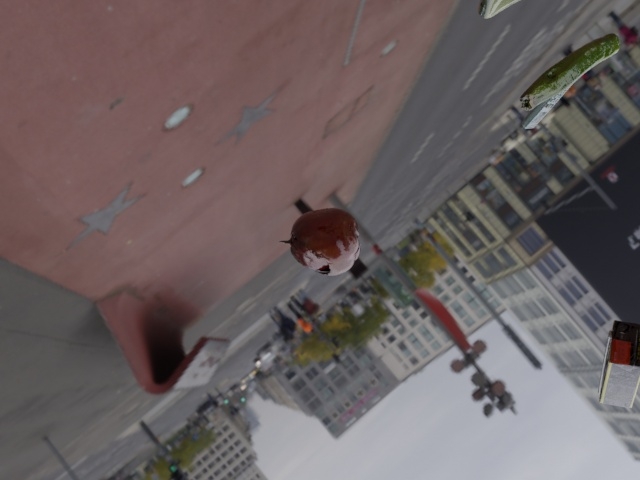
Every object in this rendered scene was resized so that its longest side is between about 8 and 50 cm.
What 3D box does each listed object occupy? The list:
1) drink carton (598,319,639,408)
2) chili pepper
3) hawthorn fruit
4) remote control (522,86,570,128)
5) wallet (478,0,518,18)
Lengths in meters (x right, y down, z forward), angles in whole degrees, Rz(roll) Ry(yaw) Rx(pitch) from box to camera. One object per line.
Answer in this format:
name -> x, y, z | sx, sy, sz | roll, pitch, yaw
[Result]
drink carton -> 0.453, 0.188, 1.105 | 0.165, 0.056, 0.071 | 66, 34, -54
chili pepper -> 0.444, -0.303, 1.309 | 0.202, 0.052, 0.050 | -35, -159, 2
hawthorn fruit -> 0.000, 0.000, 1.539 | 0.172, 0.148, 0.148 | 4, 165, -9
remote control -> 0.452, -0.287, 1.428 | 0.061, 0.029, 0.162 | -12, 145, -55
wallet -> 0.308, -0.430, 1.162 | 0.110, 0.039, 0.155 | -28, 164, -8
